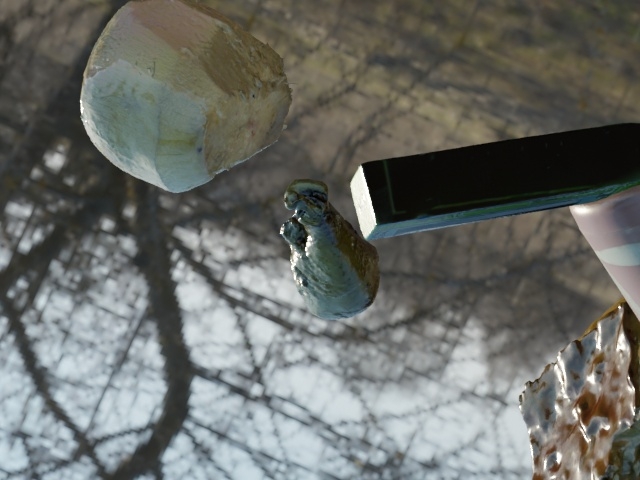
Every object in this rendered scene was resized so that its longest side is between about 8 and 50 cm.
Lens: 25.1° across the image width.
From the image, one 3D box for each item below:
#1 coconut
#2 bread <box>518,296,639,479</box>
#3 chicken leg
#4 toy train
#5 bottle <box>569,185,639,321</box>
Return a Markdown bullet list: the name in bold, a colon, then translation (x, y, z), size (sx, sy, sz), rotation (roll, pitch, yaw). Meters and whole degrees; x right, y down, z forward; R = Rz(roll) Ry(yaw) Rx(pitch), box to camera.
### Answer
- **coconut**: translation (-0.138, -0.141, 1.353), size (0.194, 0.194, 0.194), rotation (24, -178, -1)
- **bread**: translation (0.387, 0.277, 1.722), size (0.191, 0.370, 0.314), rotation (17, 141, -21)
- **chicken leg**: translation (0.000, 0.000, 1.093), size (0.093, 0.070, 0.178), rotation (50, 173, 25)
- **toy train**: translation (0.125, -0.039, 0.941), size (0.209, 0.044, 0.042), rotation (-9, 164, -16)
- **bottle**: translation (0.345, 0.049, 1.196), size (0.297, 0.173, 0.206), rotation (58, -154, -12)
